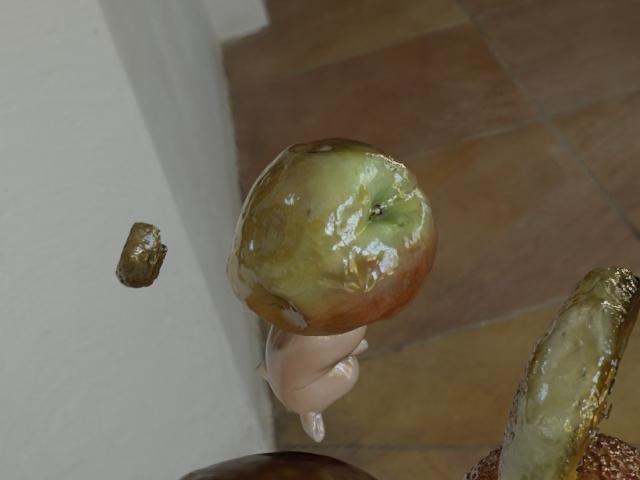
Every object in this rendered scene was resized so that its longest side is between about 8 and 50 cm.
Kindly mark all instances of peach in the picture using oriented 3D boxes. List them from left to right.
[{"bbox_3d":[0.000,0.000,1.265,0.235,0.214,0.214,-23,21,37],"label":"peach"}]

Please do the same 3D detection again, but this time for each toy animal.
[{"bbox_3d":[-0.008,0.169,1.827,0.154,0.250,0.166,-2,39,-20],"label":"toy animal"}]

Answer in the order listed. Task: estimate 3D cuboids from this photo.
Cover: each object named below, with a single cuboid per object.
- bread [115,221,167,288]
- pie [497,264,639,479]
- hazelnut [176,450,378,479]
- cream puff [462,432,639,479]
[{"bbox_3d":[-0.254,0.029,1.680,0.060,0.113,0.082,20,70,-6],"label":"bread"},{"bbox_3d":[0.270,0.166,1.269,0.092,0.315,0.315,21,43,19],"label":"pie"},{"bbox_3d":[-0.023,0.238,0.661,0.233,0.218,0.218,-14,26,-20],"label":"hazelnut"},{"bbox_3d":[0.356,0.377,1.633,0.350,0.350,0.229,2,59,31],"label":"cream puff"}]
